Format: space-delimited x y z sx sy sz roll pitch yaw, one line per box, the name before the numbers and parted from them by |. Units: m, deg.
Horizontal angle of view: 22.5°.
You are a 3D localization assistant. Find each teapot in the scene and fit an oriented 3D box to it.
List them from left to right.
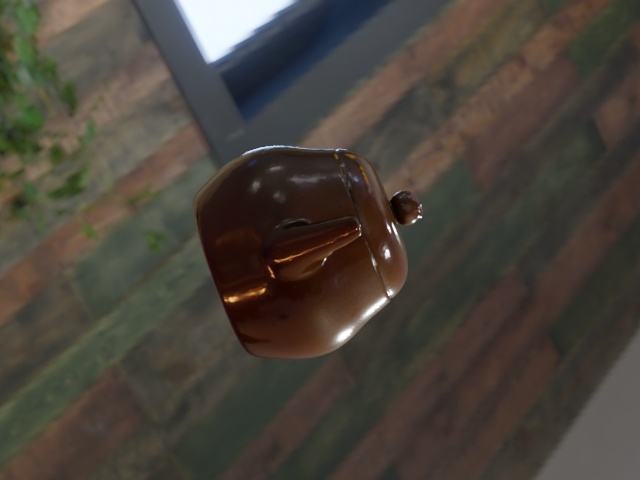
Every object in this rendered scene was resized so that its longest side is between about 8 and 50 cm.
teapot | 0.000 0.000 0.821 0.116 0.116 0.173 -27 179 3
